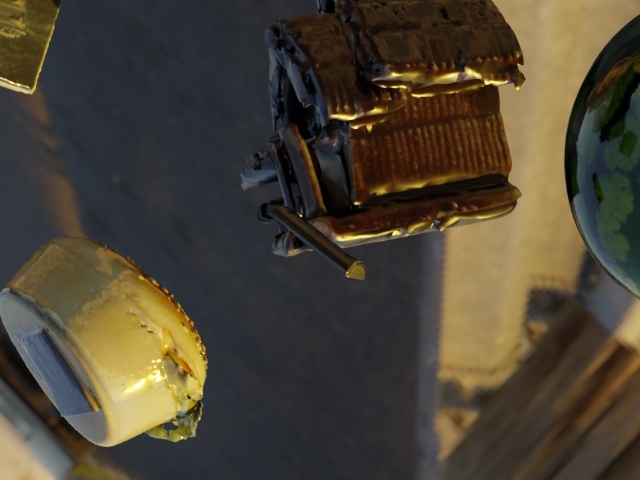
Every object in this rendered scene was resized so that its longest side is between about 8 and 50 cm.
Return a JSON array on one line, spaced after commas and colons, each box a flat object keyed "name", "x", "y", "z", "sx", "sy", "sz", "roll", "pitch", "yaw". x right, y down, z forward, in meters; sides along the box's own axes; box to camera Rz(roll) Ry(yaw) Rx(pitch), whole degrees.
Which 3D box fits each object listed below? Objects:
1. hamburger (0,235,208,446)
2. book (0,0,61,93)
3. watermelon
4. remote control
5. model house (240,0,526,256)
[{"name": "hamburger", "x": -0.121, "y": 0.060, "z": 1.098, "sx": 0.141, "sy": 0.081, "sz": 0.126, "roll": 51, "pitch": 157, "yaw": 9}, {"name": "book", "x": -0.279, "y": -0.326, "z": 1.501, "sx": 0.262, "sy": 0.374, "sz": 0.028, "roll": 17, "pitch": -177, "yaw": -42}, {"name": "watermelon", "x": 0.330, "y": -0.061, "z": 1.457, "sx": 0.285, "sy": 0.285, "sz": 0.285, "roll": 43, "pitch": 167, "yaw": 12}, {"name": "remote control", "x": 0.000, "y": 0.000, "z": 1.502, "sx": 0.091, "sy": 0.016, "sz": 0.034, "roll": 39, "pitch": -165, "yaw": 28}, {"name": "model house", "x": 0.038, "y": -0.143, "z": 1.835, "sx": 0.297, "sy": 0.317, "sz": 0.282, "roll": -4, "pitch": 95, "yaw": 64}]
